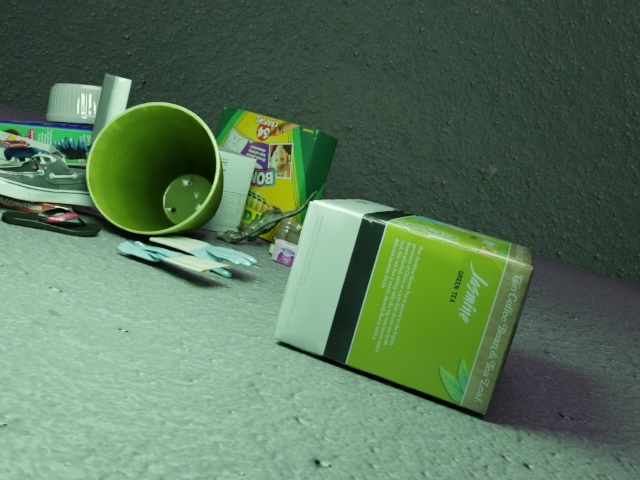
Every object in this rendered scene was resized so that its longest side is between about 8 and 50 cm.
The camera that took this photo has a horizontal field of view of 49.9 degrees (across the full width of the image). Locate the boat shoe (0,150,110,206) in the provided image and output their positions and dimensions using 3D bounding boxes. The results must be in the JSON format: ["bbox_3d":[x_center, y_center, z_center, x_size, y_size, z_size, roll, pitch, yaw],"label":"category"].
[{"bbox_3d":[-0.556,-0.134,1.404,0.108,0.102,0.301,24,11,39],"label":"boat shoe"}]

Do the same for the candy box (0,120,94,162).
[{"bbox_3d":[-0.722,-0.265,1.912,0.317,0.122,0.268,3,10,-2],"label":"candy box"}]

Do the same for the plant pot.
[{"bbox_3d":[-0.324,-0.123,1.521,0.275,0.274,0.293,17,-8,8],"label":"plant pot"}]

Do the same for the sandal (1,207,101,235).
[{"bbox_3d":[-0.501,-0.042,1.297,0.179,0.040,0.067,10,10,-31],"label":"sandal"}]

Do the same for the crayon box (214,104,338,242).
[{"bbox_3d":[-0.157,-0.180,1.892,0.363,0.313,0.106,22,7,37],"label":"crayon box"}]

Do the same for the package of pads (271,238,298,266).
[{"bbox_3d":[-0.067,0.033,1.570,0.083,0.050,0.032,19,14,19],"label":"package of pads"}]

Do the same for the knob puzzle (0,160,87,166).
[{"bbox_3d":[-0.629,-0.149,1.533,0.213,0.030,0.213,-3,-2,0],"label":"knob puzzle"}]

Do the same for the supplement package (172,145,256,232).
[{"bbox_3d":[-0.294,-0.145,1.798,0.149,0.203,0.194,10,11,-35],"label":"supplement package"}]

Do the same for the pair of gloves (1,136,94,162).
[{"bbox_3d":[-0.570,-0.187,1.458,0.198,0.023,0.159,-3,-6,-11],"label":"pair of gloves"}]

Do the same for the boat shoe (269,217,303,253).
[{"bbox_3d":[0.000,0.000,1.748,0.117,0.096,0.324,22,11,36],"label":"boat shoe"}]

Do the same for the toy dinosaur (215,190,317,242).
[{"bbox_3d":[-0.132,-0.048,1.710,0.268,0.064,0.118,-27,5,-12],"label":"toy dinosaur"}]

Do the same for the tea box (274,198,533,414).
[{"bbox_3d":[0.148,0.079,1.090,0.324,0.219,0.329,18,9,14],"label":"tea box"}]

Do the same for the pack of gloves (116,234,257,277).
[{"bbox_3d":[-0.250,0.039,1.290,0.232,0.046,0.195,13,12,29],"label":"pack of gloves"}]

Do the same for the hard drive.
[{"bbox_3d":[-0.513,-0.237,1.633,0.040,0.307,0.203,11,10,-27],"label":"hard drive"}]

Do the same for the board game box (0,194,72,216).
[{"bbox_3d":[-0.625,-0.100,1.505,0.145,0.027,0.281,13,9,-25],"label":"board game box"}]

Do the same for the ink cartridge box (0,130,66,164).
[{"bbox_3d":[-0.758,-0.211,1.694,0.213,0.093,0.154,17,-2,-4],"label":"ink cartridge box"}]

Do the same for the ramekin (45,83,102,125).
[{"bbox_3d":[-0.683,-0.389,1.986,0.207,0.109,0.207,3,7,0],"label":"ramekin"}]
